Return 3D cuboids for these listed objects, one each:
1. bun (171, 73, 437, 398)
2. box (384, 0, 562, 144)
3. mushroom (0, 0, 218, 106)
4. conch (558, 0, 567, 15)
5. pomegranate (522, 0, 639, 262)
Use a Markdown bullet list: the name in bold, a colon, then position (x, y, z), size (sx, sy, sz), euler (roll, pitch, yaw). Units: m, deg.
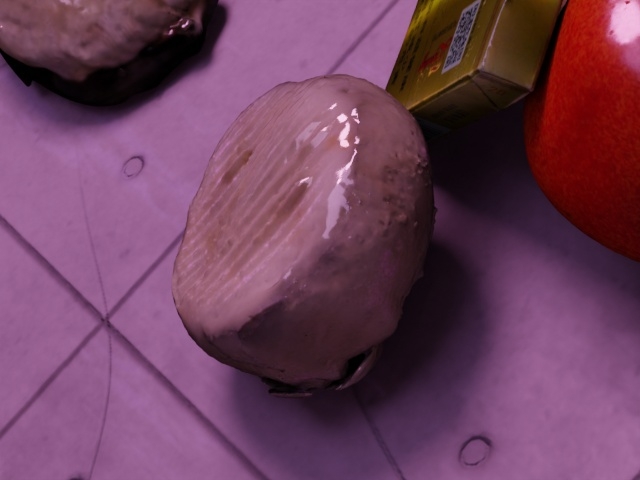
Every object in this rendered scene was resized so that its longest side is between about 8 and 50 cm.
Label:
- **bun**: position (0.000, 0.000, 1.352), size (0.239, 0.141, 0.239), euler (-42, 36, 40)
- **box**: position (0.112, -0.163, 1.320), size (0.311, 0.043, 0.173), euler (156, 134, -78)
- **mushroom**: position (-0.222, -0.265, 1.752), size (0.247, 0.130, 0.344), euler (-37, 43, 11)
- **conch**: position (0.159, -0.274, 1.486), size (0.109, 0.093, 0.330), euler (-18, 48, 24)
- **pomegranate**: position (0.240, -0.102, 1.195), size (0.220, 0.221, 0.257), euler (-15, 54, 29)
